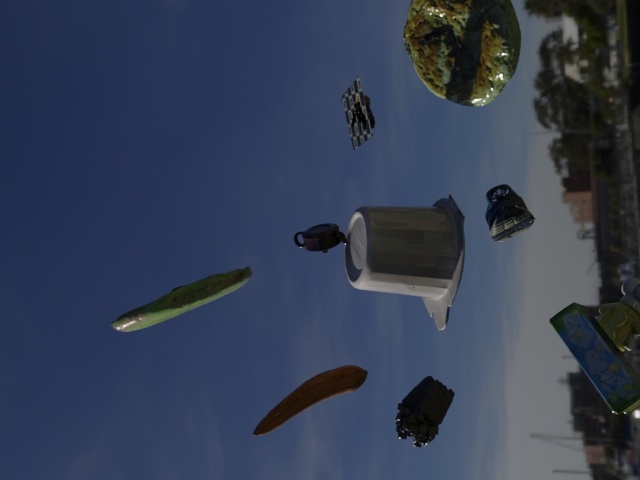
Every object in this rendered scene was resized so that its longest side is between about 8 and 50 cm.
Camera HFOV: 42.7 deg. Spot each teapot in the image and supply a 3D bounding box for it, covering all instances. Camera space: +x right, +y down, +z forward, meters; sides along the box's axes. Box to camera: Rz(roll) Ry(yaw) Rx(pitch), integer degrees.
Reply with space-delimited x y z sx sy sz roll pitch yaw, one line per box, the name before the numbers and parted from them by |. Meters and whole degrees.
teapot | 0.000 0.000 1.400 0.068 0.100 0.045 -41 -59 -58

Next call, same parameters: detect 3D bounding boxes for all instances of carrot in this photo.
carrot | -0.022 0.319 1.683 0.062 0.271 0.066 60 159 23

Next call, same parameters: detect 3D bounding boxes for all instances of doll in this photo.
doll | 0.556 0.138 1.492 0.062 0.106 0.162 34 -87 -36

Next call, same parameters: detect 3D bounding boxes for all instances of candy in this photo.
candy | 0.483 0.204 1.412 0.097 0.062 0.194 16 -143 -56

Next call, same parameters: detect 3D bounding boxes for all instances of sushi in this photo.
sushi | 0.095 -0.290 1.880 0.201 0.031 0.139 164 93 -79

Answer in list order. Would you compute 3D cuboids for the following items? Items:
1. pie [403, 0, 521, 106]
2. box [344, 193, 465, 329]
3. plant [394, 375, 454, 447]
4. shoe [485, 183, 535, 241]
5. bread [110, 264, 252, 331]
pie | 0.232 -0.335 1.361 0.054 0.241 0.240 -26 -64 -34
box | 0.170 0.045 1.781 0.262 0.207 0.291 150 123 -73
plant | 0.209 0.349 1.672 0.094 0.092 0.143 36 -96 -35
shoe | 0.361 -0.056 1.613 0.106 0.092 0.207 64 -170 5
bread | -0.273 0.122 1.626 0.045 0.302 0.301 69 -161 3
